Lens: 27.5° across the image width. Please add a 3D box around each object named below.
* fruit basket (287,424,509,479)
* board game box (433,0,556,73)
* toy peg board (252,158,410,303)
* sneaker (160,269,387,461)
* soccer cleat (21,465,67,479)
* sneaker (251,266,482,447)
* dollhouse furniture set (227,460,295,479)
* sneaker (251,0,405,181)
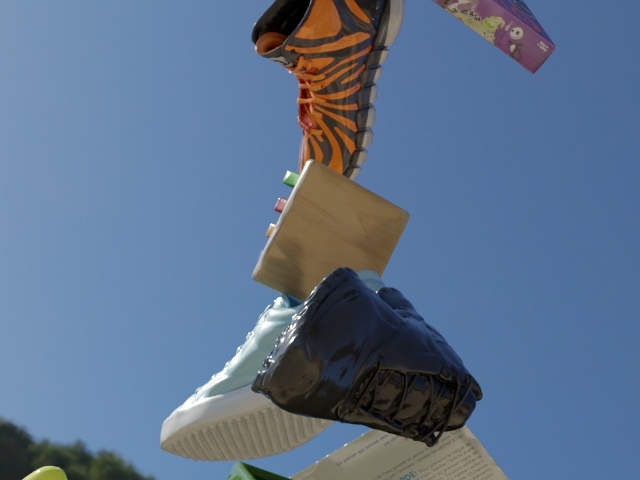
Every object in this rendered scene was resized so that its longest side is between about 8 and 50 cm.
[{"bbox_3d":[0.084,0.345,1.251,0.327,0.165,0.353,-34,-82,20],"label":"fruit basket"},{"bbox_3d":[0.102,-0.332,1.465,0.347,0.208,0.056,31,-63,-25],"label":"board game box"},{"bbox_3d":[0.000,0.000,1.616,0.161,0.161,0.079,28,-3,-31],"label":"toy peg board"},{"bbox_3d":[-0.046,0.150,1.550,0.366,0.150,0.135,-28,-42,30],"label":"sneaker"},{"bbox_3d":[-0.451,0.389,1.739,0.289,0.093,0.121,-37,-40,24],"label":"soccer cleat"},{"bbox_3d":[0.051,0.097,0.986,0.130,0.286,0.109,37,-77,20],"label":"sneaker"},{"bbox_3d":[0.051,0.316,0.951,0.301,0.197,0.151,22,-1,-15],"label":"dollhouse furniture set"},{"bbox_3d":[-0.017,-0.206,1.709,0.124,0.180,0.321,32,-66,49],"label":"sneaker"}]
